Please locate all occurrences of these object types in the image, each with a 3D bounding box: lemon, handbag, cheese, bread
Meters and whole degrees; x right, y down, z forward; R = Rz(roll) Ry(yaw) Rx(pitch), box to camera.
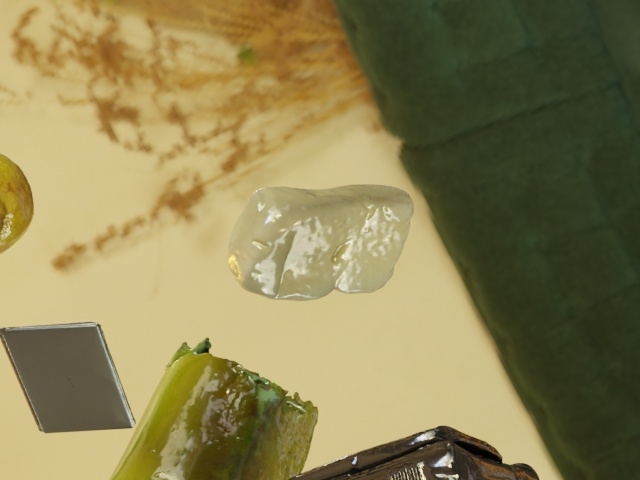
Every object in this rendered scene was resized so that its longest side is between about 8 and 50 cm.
[{"bbox_3d":[-0.491,-0.051,1.950,0.207,0.170,0.170,14,138,50],"label":"lemon"},{"bbox_3d":[0.095,0.299,1.614,0.244,0.275,0.088,27,-137,-53],"label":"handbag"},{"bbox_3d":[-0.001,-0.001,1.930,0.093,0.263,0.159,45,131,49],"label":"cheese"},{"bbox_3d":[-0.154,0.339,1.875,0.251,0.208,0.376,51,-131,-33],"label":"bread"}]

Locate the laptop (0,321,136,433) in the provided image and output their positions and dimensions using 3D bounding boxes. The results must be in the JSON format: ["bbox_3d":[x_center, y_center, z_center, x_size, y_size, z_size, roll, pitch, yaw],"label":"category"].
[{"bbox_3d":[-0.306,0.167,1.683,0.016,0.129,0.180,-84,-13,-49],"label":"laptop"}]
